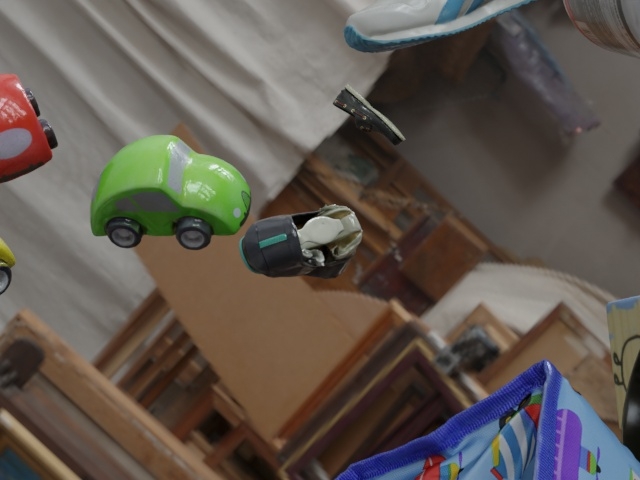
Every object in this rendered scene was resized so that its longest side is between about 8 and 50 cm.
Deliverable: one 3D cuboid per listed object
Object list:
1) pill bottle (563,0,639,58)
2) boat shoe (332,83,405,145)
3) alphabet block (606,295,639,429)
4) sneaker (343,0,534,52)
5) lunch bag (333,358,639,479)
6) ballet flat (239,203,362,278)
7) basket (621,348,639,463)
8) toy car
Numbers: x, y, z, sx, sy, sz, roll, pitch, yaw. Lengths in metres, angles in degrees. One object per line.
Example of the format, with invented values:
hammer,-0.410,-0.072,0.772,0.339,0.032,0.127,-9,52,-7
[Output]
pill bottle,0.334,-0.239,0.982,0.161,0.161,0.283,-48,13,8
boat shoe,0.073,-0.181,1.609,0.042,0.133,0.049,-50,-25,5
alphabet block,0.554,0.172,1.567,0.193,0.197,0.192,-2,-10,-17
sneaker,0.116,-0.226,0.916,0.229,0.092,0.087,-26,12,-15
lunch bag,0.114,0.235,0.438,0.138,0.221,0.293,-34,23,23
ballet flat,0.000,0.000,1.024,0.074,0.074,0.203,-48,-17,20
basket,0.363,0.141,0.789,0.204,0.227,0.154,69,-144,-86
toy car,-0.156,-0.035,0.656,0.053,0.225,0.239,82,-169,-45
